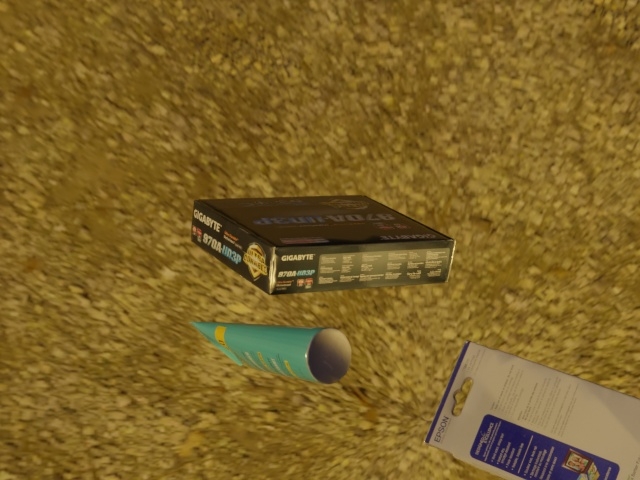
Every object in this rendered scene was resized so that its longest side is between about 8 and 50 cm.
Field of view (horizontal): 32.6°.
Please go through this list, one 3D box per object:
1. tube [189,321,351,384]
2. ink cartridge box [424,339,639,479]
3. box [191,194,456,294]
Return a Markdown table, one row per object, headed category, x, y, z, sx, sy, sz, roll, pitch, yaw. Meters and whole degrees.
| category | x | y | z | sx | sy | sz | roll | pitch | yaw |
| --- | --- | --- | --- | --- | --- | --- | --- | --- | --- |
| tube | -0.052 | 0.107 | 1.089 | 0.080 | 0.207 | 0.052 | 49 | 63 | -24 |
| ink cartridge box | 0.321 | 0.263 | 1.473 | 0.332 | 0.065 | 0.165 | 19 | 79 | 28 |
| box | 0.000 | 0.000 | 1.137 | 0.220 | 0.175 | 0.051 | -2 | 109 | -32 |
